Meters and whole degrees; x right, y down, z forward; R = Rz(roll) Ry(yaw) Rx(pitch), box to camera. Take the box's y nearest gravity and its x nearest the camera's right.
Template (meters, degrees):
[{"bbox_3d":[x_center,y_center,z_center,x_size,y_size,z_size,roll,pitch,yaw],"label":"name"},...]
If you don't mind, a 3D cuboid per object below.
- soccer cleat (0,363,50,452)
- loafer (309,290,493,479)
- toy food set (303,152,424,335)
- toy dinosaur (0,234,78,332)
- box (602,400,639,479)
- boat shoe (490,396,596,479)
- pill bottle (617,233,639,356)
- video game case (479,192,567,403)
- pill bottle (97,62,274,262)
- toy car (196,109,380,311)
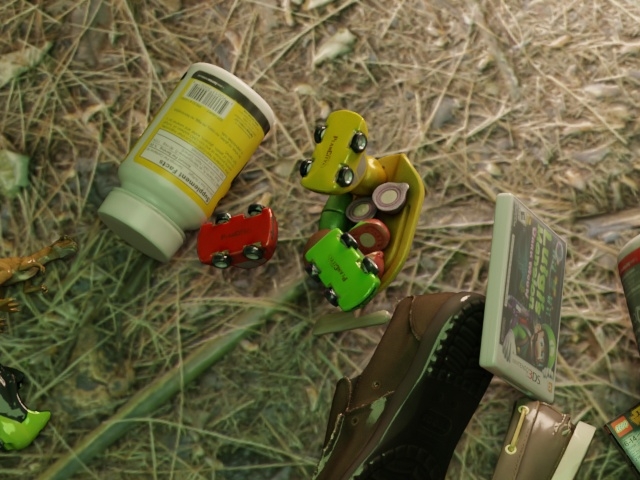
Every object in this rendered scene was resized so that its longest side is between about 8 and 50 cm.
[{"bbox_3d":[-0.376,0.156,1.748,0.179,0.060,0.072,45,69,6],"label":"soccer cleat"},{"bbox_3d":[0.069,0.214,1.702,0.130,0.134,0.366,21,75,53],"label":"loafer"},{"bbox_3d":[0.037,-0.008,1.746,0.128,0.071,0.218,-4,64,47],"label":"toy food set"},{"bbox_3d":[-0.379,0.043,1.786,0.211,0.064,0.112,-6,55,-10],"label":"toy dinosaur"},{"bbox_3d":[0.394,0.206,1.732,0.137,0.027,0.094,-32,74,-8],"label":"box"},{"bbox_3d":[0.179,0.316,1.660,0.096,0.116,0.324,28,71,14],"label":"boat shoe"},{"bbox_3d":[0.421,0.127,1.657,0.161,0.161,0.283,-10,71,-2],"label":"pill bottle"},{"bbox_3d":[0.223,0.066,1.708,0.022,0.173,0.190,-2,71,29],"label":"video game case"},{"bbox_3d":[-0.155,-0.087,1.782,0.119,0.119,0.208,32,76,10],"label":"pill bottle"},{"bbox_3d":[0.000,0.000,1.691,0.239,0.053,0.225,-41,51,7],"label":"toy car"}]
